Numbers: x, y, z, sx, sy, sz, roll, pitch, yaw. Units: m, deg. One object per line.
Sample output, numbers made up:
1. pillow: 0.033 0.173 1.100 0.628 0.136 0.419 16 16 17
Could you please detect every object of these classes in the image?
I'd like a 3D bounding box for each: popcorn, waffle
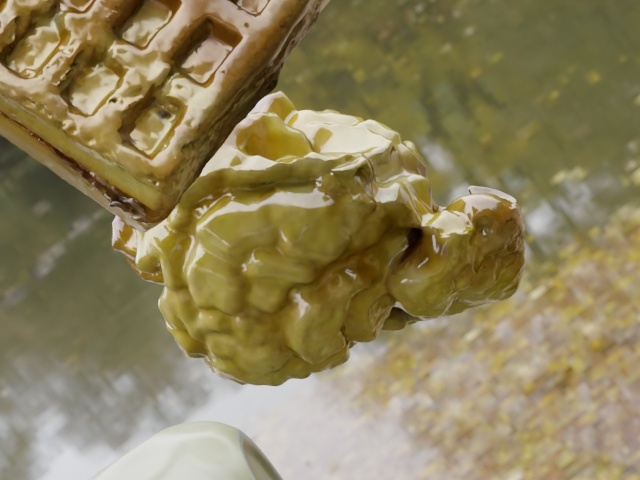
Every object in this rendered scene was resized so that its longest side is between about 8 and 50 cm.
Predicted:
1. popcorn: 0.000 0.000 1.408 0.332 0.225 0.265 2 17 2
2. waffle: -0.100 -0.185 1.138 0.327 0.224 0.098 -54 -9 -22

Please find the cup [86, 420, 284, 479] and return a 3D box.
1. cup: -0.084 0.248 1.003 0.202 0.255 0.173 -32 -34 2
